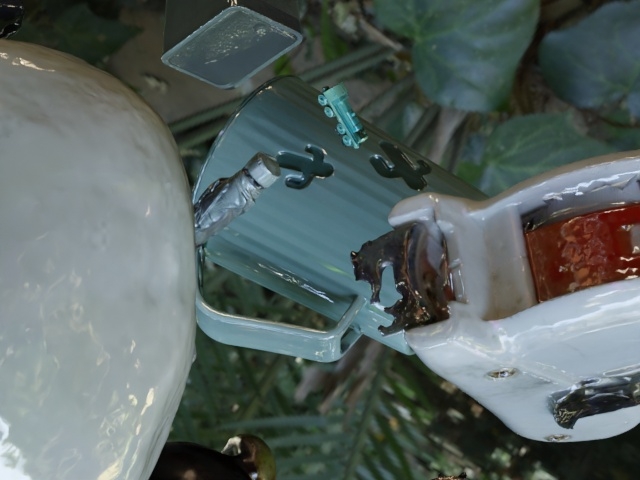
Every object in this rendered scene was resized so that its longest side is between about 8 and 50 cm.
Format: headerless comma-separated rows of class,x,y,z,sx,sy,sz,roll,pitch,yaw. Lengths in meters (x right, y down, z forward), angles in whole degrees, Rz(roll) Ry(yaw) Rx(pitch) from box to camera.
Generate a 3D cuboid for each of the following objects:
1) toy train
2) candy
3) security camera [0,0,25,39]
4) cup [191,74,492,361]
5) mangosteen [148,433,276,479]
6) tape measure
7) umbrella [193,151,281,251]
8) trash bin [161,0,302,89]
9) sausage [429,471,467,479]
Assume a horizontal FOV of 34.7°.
toy train,0.032,-0.165,1.350,0.045,0.029,0.092,-18,105,57
candy,-0.279,0.060,0.800,0.186,0.386,0.427,152,106,-83
security camera,-0.397,-0.205,0.923,0.277,0.197,0.191,-45,64,50
cup,0.008,0.003,1.536,0.392,0.401,0.310,30,179,19
mangosteen,-0.122,0.281,0.938,0.209,0.210,0.210,31,160,12
tape measure,0.192,0.047,0.687,0.265,0.130,0.258,-17,148,22
umbrella,-0.115,-0.024,1.017,0.046,0.188,0.050,25,-146,-43
trash bin,-0.119,-0.353,1.364,0.122,0.241,0.164,18,150,-40
sausage,0.178,0.434,1.417,0.117,0.125,0.317,33,155,27
